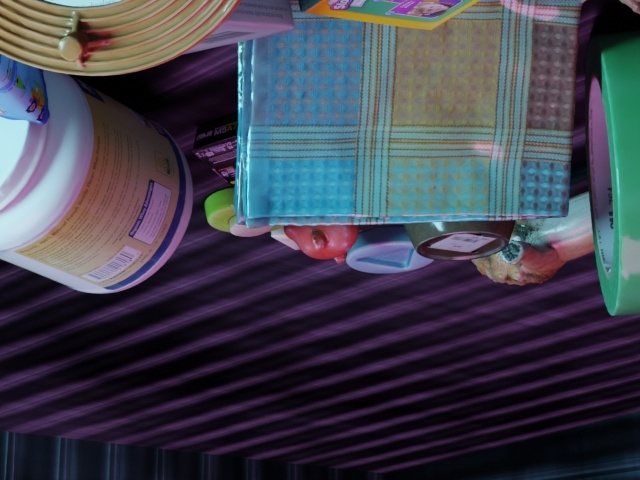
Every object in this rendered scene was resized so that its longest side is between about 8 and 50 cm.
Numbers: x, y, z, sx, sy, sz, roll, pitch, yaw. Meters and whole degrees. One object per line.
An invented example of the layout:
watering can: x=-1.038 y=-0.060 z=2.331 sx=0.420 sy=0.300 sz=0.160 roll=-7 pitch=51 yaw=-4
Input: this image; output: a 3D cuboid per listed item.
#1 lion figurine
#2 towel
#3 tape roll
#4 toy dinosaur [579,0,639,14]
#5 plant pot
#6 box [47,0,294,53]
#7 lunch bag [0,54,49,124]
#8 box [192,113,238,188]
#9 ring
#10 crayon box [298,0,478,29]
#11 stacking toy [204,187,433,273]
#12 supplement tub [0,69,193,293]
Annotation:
lion figurine: x=0.371 y=-0.035 z=2.399 sx=0.392 sy=0.142 sz=0.240 roll=-15 pitch=166 yaw=20
towel: x=0.093 y=-0.147 z=1.862 sx=0.370 sy=0.271 sz=0.040 roll=-1 pitch=-163 yaw=-7
tape roll: x=0.354 y=-0.076 z=1.972 sx=0.077 sy=0.321 sz=0.321 roll=-5 pitch=162 yaw=3
toy dinosaur: x=0.313 y=-0.273 z=1.675 sx=0.200 sy=0.127 sz=0.295 roll=25 pitch=-177 yaw=-27
plant pot: x=0.155 y=-0.101 z=2.009 sx=0.215 sy=0.230 sz=0.215 roll=-3 pitch=161 yaw=-1
box: x=-0.145 y=-0.240 z=1.636 sx=0.182 sy=0.119 sz=0.181 roll=-10 pitch=-179 yaw=21
lunch bag: x=-0.439 y=-0.217 z=1.758 sx=0.293 sy=0.138 sz=0.221 roll=3 pitch=166 yaw=10
box: x=-0.033 y=-0.102 z=2.193 sx=0.190 sy=0.045 sz=0.184 roll=-16 pitch=142 yaw=33
ring: x=-0.200 y=-0.282 z=1.347 sx=0.336 sy=0.336 sz=0.032 roll=-9 pitch=-157 yaw=18
crayon box: x=0.117 y=-0.292 z=1.639 sx=0.165 sy=0.081 sz=0.278 roll=3 pitch=162 yaw=-35
stacking toy: x=0.000 y=0.000 z=2.449 sx=0.279 sy=0.130 sz=0.309 roll=-16 pitch=157 yaw=34
supplement tub: x=-0.317 y=-0.078 z=2.003 sx=0.228 sy=0.228 sz=0.316 roll=-12 pitch=160 yaw=25
